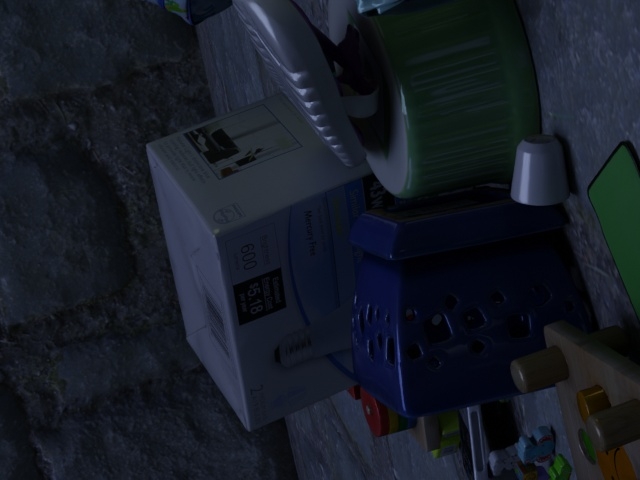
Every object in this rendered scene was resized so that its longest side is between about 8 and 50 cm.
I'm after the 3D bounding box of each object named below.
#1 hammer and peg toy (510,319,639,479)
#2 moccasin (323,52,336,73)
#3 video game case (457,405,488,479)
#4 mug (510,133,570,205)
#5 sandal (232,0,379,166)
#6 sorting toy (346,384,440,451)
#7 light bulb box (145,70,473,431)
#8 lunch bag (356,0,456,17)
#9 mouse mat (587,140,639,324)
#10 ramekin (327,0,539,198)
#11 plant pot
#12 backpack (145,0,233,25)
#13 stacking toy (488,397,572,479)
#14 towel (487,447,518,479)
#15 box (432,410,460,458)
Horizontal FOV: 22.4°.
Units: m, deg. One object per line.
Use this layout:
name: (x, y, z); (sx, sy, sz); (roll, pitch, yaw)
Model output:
hammer and peg toy: (0.319, 0.274, 1.594); (0.266, 0.127, 0.361); (-144, 38, -71)
moccasin: (0.014, -0.165, 2.486); (0.138, 0.117, 0.342); (-120, 17, -51)
video game case: (0.209, 0.257, 2.244); (0.190, 0.022, 0.173); (-99, 2, -83)
mug: (0.227, -0.079, 1.701); (0.078, 0.062, 0.064); (-141, 43, -60)
sandal: (0.009, -0.184, 1.735); (0.169, 0.102, 0.416); (53, 180, 12)
sorting toy: (0.086, 0.170, 2.493); (0.255, 0.089, 0.257); (-135, 34, -65)
light bulb box: (0.000, 0.000, 2.113); (0.225, 0.361, 0.358); (51, 157, 44)
lunch bag: (0.121, -0.315, 1.332); (0.160, 0.262, 0.223); (148, 106, -79)
mouse mat: (0.309, 0.011, 1.558); (0.152, 0.007, 0.190); (107, 145, -72)
ramekin: (0.119, -0.192, 1.830); (0.303, 0.148, 0.303); (163, 90, -79)
plant pot: (0.157, 0.059, 1.821); (0.236, 0.236, 0.212); (-153, 53, -76)
backpack: (-0.110, -0.442, 2.061); (0.290, 0.355, 0.273); (126, 125, -76)
stacking toy: (0.275, 0.285, 2.051); (0.221, 0.052, 0.167); (87, 161, -46)
towel: (0.292, 0.445, 2.243); (0.209, 0.034, 0.285); (96, 153, -58)
box: (0.170, 0.237, 2.511); (0.109, 0.042, 0.178); (96, 156, -61)
